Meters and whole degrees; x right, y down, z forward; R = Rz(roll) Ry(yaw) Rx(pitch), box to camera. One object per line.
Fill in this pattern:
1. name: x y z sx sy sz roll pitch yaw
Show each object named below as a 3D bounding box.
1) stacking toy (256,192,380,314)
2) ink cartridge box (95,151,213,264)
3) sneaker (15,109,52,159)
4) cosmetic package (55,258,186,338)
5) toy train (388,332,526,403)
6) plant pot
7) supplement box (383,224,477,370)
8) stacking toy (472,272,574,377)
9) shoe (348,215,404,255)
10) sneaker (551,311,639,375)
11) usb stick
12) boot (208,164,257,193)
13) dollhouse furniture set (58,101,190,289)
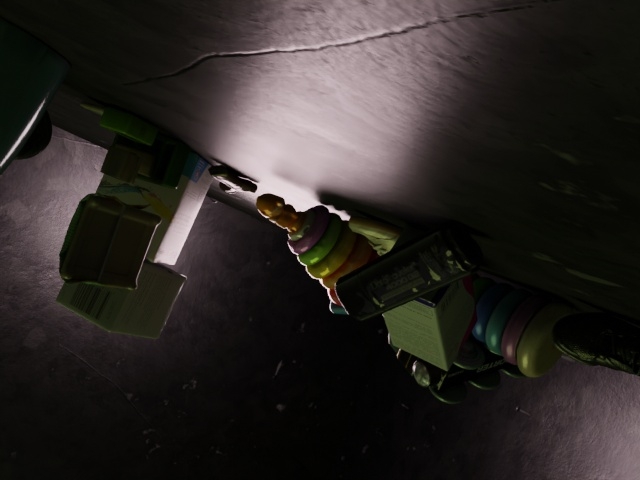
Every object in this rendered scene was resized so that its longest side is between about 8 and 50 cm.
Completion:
1. stacking toy: 0.000 0.000 1.439 0.302 0.165 0.175 36 157 -22
2. ink cartridge box: -0.350 -0.086 1.569 0.168 0.232 0.171 23 177 5
3. sneaker: -0.614 -0.231 1.187 0.385 0.145 0.147 18 179 -29
4. cosmetic package: -0.406 0.100 1.573 0.151 0.151 0.184 24 177 21
5. toy train: 0.296 0.189 1.492 0.334 0.142 0.190 -12 -134 -31
6. plant pot: -0.504 -0.181 0.962 0.293 0.235 0.293 23 176 2
7. supplement box: 0.170 0.095 1.201 0.114 0.111 0.220 22 153 30
8. stacking toy: 0.283 0.109 1.385 0.330 0.141 0.141 31 -178 38
9. shoe: 0.144 0.019 1.278 0.219 0.058 0.076 23 177 -2
10. sneaker: 0.458 0.159 1.120 0.228 0.087 0.130 19 175 17
11. usb stick: 0.110 0.047 1.035 0.077 0.045 0.278 54 145 -2
12. boot: -0.200 -0.128 1.559 0.107 0.037 0.114 5 170 36
13. dollhouse furniture set: -0.389 -0.076 1.359 0.151 0.301 0.198 19 178 26
